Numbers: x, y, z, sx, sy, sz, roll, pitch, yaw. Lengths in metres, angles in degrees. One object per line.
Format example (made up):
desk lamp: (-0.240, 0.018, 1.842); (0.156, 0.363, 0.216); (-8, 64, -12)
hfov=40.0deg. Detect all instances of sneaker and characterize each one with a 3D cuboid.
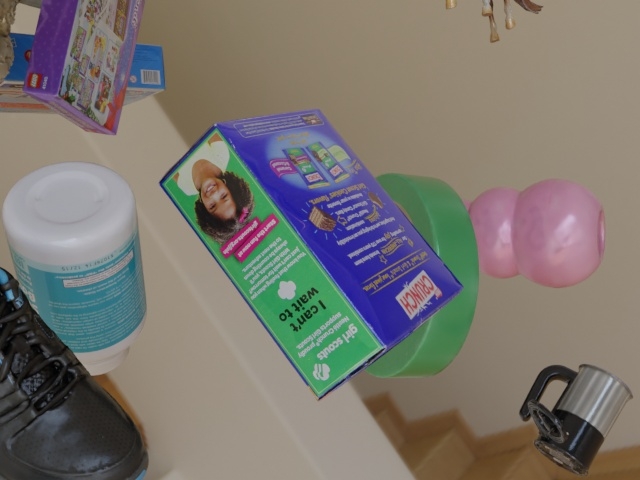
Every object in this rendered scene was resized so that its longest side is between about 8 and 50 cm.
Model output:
sneaker: (-0.299, 0.113, 0.812); (0.125, 0.340, 0.140); (-45, -13, -45)

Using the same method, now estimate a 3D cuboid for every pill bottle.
pill bottle: (-0.285, 0.046, 1.054); (0.146, 0.146, 0.264); (-35, -34, -34)

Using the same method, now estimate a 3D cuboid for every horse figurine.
horse figurine: (0.191, -0.337, 1.036); (0.066, 0.175, 0.263); (-7, -4, 29)

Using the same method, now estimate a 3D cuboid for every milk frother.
milk frother: (0.353, 0.230, 1.213); (0.135, 0.129, 0.143); (-54, -8, -17)

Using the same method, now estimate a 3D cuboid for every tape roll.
tape roll: (0.127, 0.055, 1.392); (0.077, 0.321, 0.321); (4, -17, -24)

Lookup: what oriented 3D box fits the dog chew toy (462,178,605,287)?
dog chew toy: (0.369, -0.014, 1.691); (0.331, 0.207, 0.206); (0, 18, 25)

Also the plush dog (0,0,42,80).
plush dog: (-0.526, -0.349, 1.203); (0.210, 0.262, 0.225); (-37, 6, 25)

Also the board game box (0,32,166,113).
board game box: (-0.500, -0.305, 1.663); (0.308, 0.086, 0.302); (-4, 0, -38)

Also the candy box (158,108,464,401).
candy box: (0.000, 0.000, 1.082); (0.122, 0.317, 0.268); (-43, -10, 28)

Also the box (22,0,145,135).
box: (-0.323, -0.316, 1.251); (0.057, 0.293, 0.201); (9, -7, 11)
